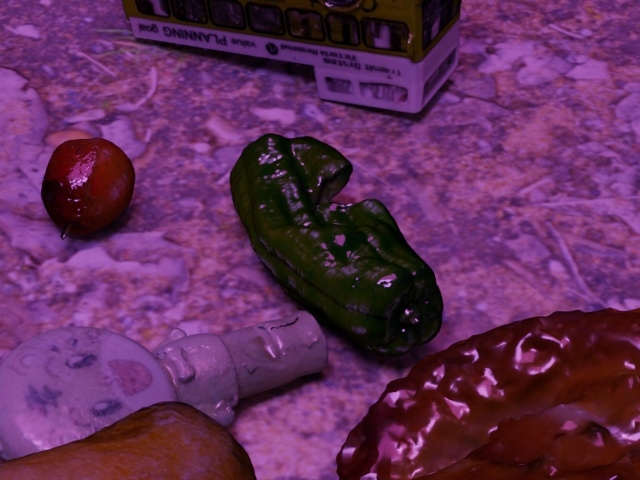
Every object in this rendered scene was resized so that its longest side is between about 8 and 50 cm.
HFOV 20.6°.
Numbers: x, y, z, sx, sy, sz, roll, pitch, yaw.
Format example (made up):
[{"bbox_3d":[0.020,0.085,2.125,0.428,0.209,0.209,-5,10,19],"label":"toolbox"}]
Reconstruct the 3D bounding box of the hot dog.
[{"bbox_3d":[0.193,0.166,1.005,0.387,0.174,0.267,13,43,14],"label":"hot dog"}]

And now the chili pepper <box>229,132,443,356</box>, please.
[{"bbox_3d":[0.001,0.000,1.287,0.099,0.083,0.253,-14,36,-19],"label":"chili pepper"}]

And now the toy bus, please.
[{"bbox_3d":[-0.027,-0.208,1.503,0.302,0.139,0.113,12,39,26],"label":"toy bus"}]

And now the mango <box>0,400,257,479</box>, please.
[{"bbox_3d":[-0.154,0.204,0.976,0.329,0.175,0.176,-18,80,-46],"label":"mango"}]

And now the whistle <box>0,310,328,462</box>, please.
[{"bbox_3d":[-0.113,0.102,1.170,0.258,0.067,0.126,-17,55,-27],"label":"whistle"}]

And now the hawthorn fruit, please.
[{"bbox_3d":[-0.179,-0.042,1.341,0.077,0.077,0.077,0,39,0],"label":"hawthorn fruit"}]
